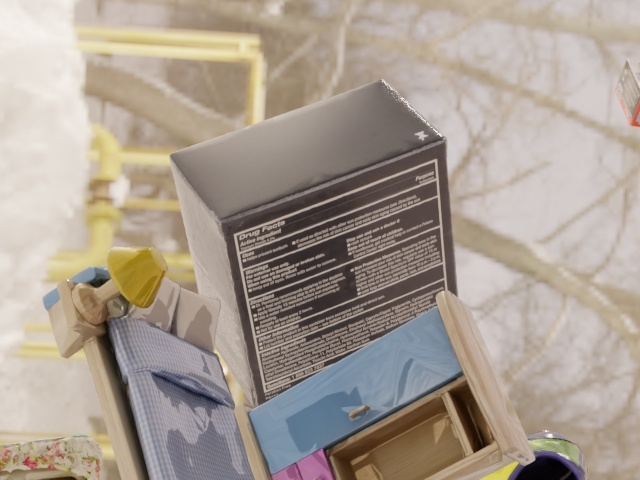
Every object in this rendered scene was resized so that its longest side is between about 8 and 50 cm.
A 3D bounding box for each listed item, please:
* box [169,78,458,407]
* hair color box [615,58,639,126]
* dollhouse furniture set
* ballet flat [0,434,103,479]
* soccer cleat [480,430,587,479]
[{"bbox_3d":[0.000,0.000,1.781,0.183,0.296,0.294,51,-25,47],"label":"box"},{"bbox_3d":[0.475,-0.179,1.865,0.093,0.167,0.053,-94,-164,-54],"label":"hair color box"},{"bbox_3d":[-0.003,0.141,0.959,0.303,0.198,0.286,34,29,-54],"label":"dollhouse furniture set"},{"bbox_3d":[-0.363,0.277,1.688,0.077,0.241,0.091,67,-32,30],"label":"ballet flat"},{"bbox_3d":[0.166,0.309,1.595,0.093,0.289,0.121,55,0,-10],"label":"soccer cleat"}]
